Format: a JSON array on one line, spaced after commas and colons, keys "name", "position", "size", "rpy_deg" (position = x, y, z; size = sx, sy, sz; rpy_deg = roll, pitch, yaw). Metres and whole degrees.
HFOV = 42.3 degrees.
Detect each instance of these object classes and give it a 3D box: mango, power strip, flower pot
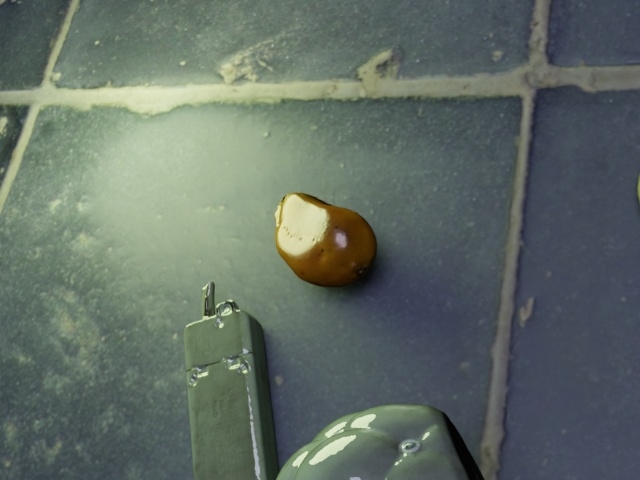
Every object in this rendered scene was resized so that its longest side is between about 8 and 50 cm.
[{"name": "mango", "position": [0.003, 0.002, 1.027], "size": [0.159, 0.084, 0.105], "rpy_deg": [33, 96, 50]}, {"name": "power strip", "position": [-0.112, 0.180, 0.998], "size": [0.093, 0.053, 0.287], "rpy_deg": [-17, 60, 14]}, {"name": "flower pot", "position": [0.067, 0.277, 0.776], "size": [0.195, 0.246, 0.246], "rpy_deg": [-28, 59, 6]}]

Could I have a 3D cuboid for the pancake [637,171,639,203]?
[{"name": "pancake", "position": [0.476, -0.071, 0.906], "size": [0.250, 0.031, 0.250], "rpy_deg": [-8, 63, 16]}]
